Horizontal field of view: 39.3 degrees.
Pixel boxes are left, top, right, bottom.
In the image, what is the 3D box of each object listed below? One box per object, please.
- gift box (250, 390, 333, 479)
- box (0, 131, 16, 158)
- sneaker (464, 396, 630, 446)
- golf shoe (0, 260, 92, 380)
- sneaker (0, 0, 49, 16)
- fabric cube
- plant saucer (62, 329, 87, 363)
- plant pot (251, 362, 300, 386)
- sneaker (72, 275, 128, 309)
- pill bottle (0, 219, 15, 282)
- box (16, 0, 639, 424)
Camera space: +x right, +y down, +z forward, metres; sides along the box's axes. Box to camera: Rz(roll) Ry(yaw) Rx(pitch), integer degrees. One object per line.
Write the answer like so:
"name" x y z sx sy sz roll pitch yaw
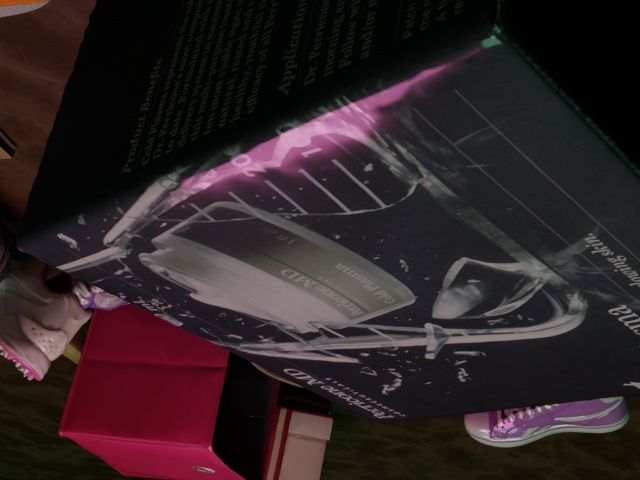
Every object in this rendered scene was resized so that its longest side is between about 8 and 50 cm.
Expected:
"gift box" -0.127 0.412 1.771 0.255 0.258 0.276 13 171 -11
"box" -0.499 -0.147 1.085 0.201 0.021 0.164 -1 150 19
"sneaker" 0.363 0.262 1.506 0.282 0.102 0.161 -15 142 20
"golf shoe" -0.434 0.080 1.323 0.306 0.140 0.115 39 167 43
"sneaker" -0.359 -0.250 0.656 0.321 0.180 0.124 -9 160 -24
"fabric cube" -0.232 0.249 1.484 0.258 0.259 0.254 1 152 16
"plant saucer" -0.460 0.145 1.522 0.240 0.037 0.241 30 159 13
"plant pot" 0.014 0.144 1.371 0.237 0.110 0.237 8 152 4
"sneaker" -0.303 0.052 1.330 0.104 0.095 0.236 16 157 -26
"pill bottle" -0.507 -0.020 1.178 0.130 0.131 0.246 7 159 6
"box" 0.097 -0.068 0.767 0.471 0.298 0.479 -16 143 43
